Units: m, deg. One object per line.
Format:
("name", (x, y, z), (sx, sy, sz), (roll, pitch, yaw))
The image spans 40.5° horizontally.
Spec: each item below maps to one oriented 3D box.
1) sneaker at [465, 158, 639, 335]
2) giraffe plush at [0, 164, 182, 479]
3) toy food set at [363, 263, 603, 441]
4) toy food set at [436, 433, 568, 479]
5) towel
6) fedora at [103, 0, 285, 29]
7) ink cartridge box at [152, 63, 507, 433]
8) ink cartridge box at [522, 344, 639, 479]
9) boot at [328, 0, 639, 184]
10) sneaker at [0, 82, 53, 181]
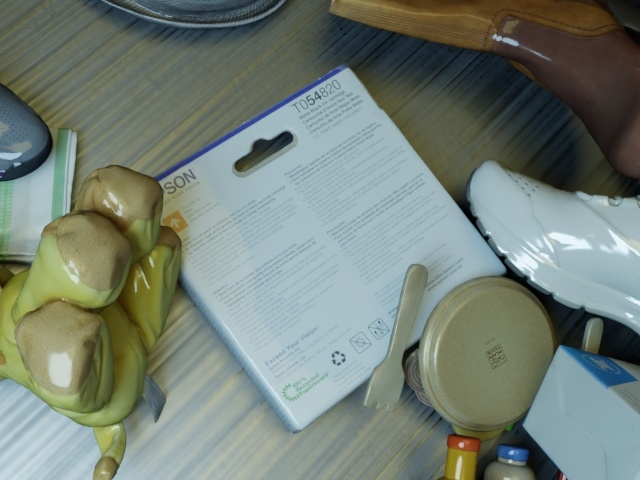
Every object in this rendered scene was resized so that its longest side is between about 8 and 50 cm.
("sneaker", (0.253, 0.010, 0.677), (0.297, 0.111, 0.129), (32, 111, 14))
("giraffe plush", (-0.201, 0.051, 0.587), (0.171, 0.210, 0.181), (10, 43, 7))
("toy food set", (0.127, 0.093, 0.686), (0.192, 0.038, 0.132), (18, 86, -21))
("toy food set", (0.198, 0.209, 0.634), (0.232, 0.111, 0.104), (7, 85, 14))
("towel", (-0.268, -0.039, 0.665), (0.152, 0.023, 0.113), (3, 72, -9))
("fedora", (-0.117, -0.315, 0.717), (0.244, 0.124, 0.275), (-21, 80, -17))
("ink cartridge box", (0.000, 0.000, 0.697), (0.223, 0.045, 0.224), (-34, 84, -20))
("ink cartridge box", (0.288, 0.161, 0.646), (0.231, 0.134, 0.078), (15, 105, -19))
("boot", (0.147, -0.167, 0.705), (0.281, 0.096, 0.264), (16, 45, -9))
("sneaker", (-0.300, -0.122, 0.622), (0.224, 0.098, 0.083), (27, 63, 4))
